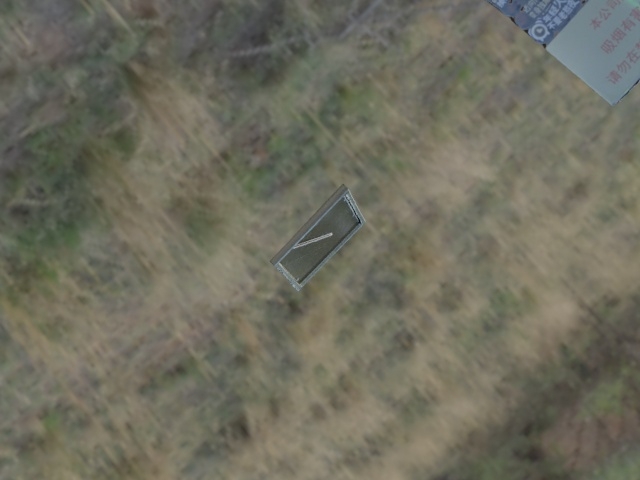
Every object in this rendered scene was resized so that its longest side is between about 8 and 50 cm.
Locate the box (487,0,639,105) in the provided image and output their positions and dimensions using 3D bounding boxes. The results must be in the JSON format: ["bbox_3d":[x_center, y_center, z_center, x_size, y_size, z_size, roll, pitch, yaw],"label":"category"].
[{"bbox_3d":[0.308,-0.339,1.531,0.198,0.310,0.084,-49,-176,29],"label":"box"}]

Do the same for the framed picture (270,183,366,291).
[{"bbox_3d":[0.000,0.000,1.329,0.109,0.011,0.149,-47,165,-3],"label":"framed picture"}]
